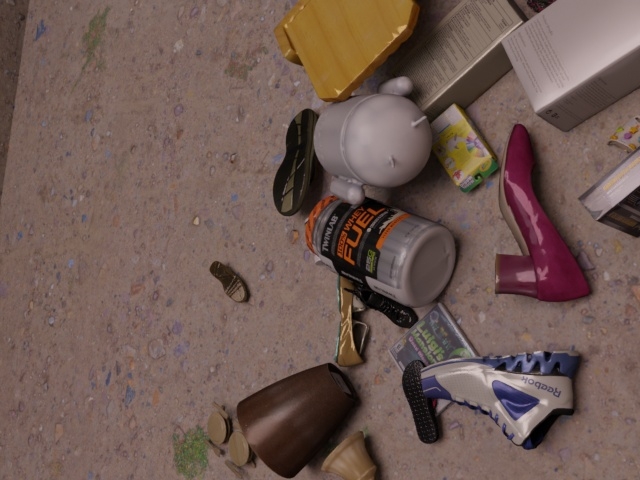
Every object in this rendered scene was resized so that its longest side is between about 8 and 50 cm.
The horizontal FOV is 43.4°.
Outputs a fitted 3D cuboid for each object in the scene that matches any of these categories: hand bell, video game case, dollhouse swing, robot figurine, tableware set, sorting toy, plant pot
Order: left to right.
[{"bbox_3d":[-0.230,0.511,2.089,0.194,0.039,0.128,29,111,46],"label":"tableware set"},{"bbox_3d":[-0.038,0.393,1.861,0.230,0.215,0.215,-39,57,11],"label":"plant pot"},{"bbox_3d":[0.112,-0.220,1.772,0.353,0.200,0.299,19,88,66],"label":"robot figurine"},{"bbox_3d":[0.120,-0.488,1.876,0.347,0.315,0.305,-42,68,25],"label":"dollhouse swing"},{"bbox_3d":[0.127,0.546,1.755,0.242,0.126,0.126,44,109,24],"label":"hand bell"},{"bbox_3d":[0.251,0.260,1.748,0.173,0.022,0.190,-46,54,22],"label":"video game case"},{"bbox_3d":[0.606,-0.206,1.551,0.075,0.045,0.083,-50,51,-4],"label":"sorting toy"}]

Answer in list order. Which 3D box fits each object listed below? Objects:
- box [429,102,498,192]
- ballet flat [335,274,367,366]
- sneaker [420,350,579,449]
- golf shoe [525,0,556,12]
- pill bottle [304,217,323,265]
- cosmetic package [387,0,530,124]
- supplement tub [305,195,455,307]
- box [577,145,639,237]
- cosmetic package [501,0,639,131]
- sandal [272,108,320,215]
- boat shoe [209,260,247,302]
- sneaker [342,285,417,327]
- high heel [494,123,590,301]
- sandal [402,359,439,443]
[{"bbox_3d":[0.312,-0.201,1.776,0.105,0.043,0.179,-40,66,26],"label":"box"},{"bbox_3d":[0.076,0.181,1.896,0.073,0.080,0.232,0,81,12],"label":"ballet flat"},{"bbox_3d":[0.351,0.316,1.568,0.316,0.127,0.182,-11,73,28],"label":"sneaker"},{"bbox_3d":[0.496,-0.518,1.704,0.086,0.067,0.186,-25,45,-10],"label":"golf shoe"},{"bbox_3d":[0.000,0.000,1.992,0.065,0.065,0.116,-25,64,34],"label":"pill bottle"},{"bbox_3d":[0.316,-0.409,1.789,0.309,0.113,0.160,-40,58,26],"label":"cosmetic package"},{"bbox_3d":[0.126,0.012,1.799,0.316,0.194,0.193,22,95,41],"label":"supplement tub"},{"bbox_3d":[0.578,-0.096,1.416,0.183,0.231,0.056,-45,59,25],"label":"box"},{"bbox_3d":[0.562,-0.397,1.549,0.366,0.155,0.197,-31,62,30],"label":"cosmetic package"},{"bbox_3d":[-0.041,-0.199,2.069,0.120,0.086,0.302,-12,58,44],"label":"sandal"},{"bbox_3d":[-0.244,0.115,2.193,0.153,0.048,0.056,41,94,31],"label":"boat shoe"},{"bbox_3d":[0.135,0.144,1.828,0.170,0.089,0.051,38,105,39],"label":"sneaker"},{"bbox_3d":[0.451,-0.059,1.627,0.181,0.127,0.377,3,76,12],"label":"high heel"},{"bbox_3d":[0.220,0.343,1.723,0.067,0.040,0.179,-14,86,43],"label":"sandal"}]
